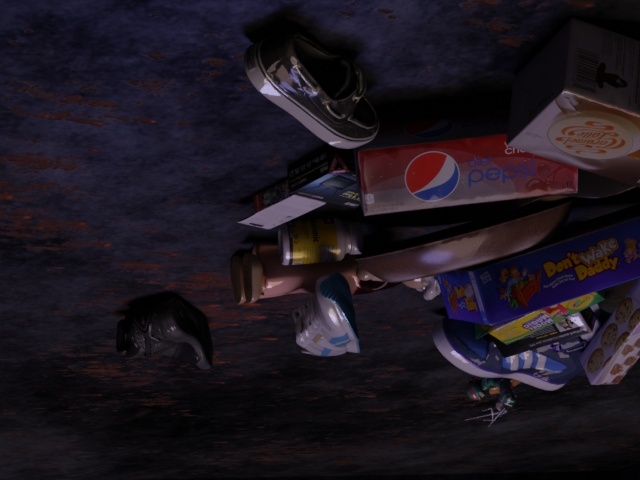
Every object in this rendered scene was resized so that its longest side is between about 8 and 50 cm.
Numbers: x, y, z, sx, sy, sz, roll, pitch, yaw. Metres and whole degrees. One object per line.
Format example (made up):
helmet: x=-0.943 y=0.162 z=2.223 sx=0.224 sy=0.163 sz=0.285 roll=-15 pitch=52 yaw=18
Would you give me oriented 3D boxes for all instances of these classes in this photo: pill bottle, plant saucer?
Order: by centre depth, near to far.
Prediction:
plant saucer: x=0.203 y=0.004 z=1.780 sx=0.311 sy=0.050 sz=0.310 roll=-17 pitch=-179 yaw=0
pill bottle: x=0.000 y=0.000 z=1.839 sx=0.116 sy=0.065 sz=0.065 roll=-4 pitch=160 yaw=-10

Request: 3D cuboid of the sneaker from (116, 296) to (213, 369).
sneaker: x=-0.263 y=0.164 z=2.174 sx=0.130 sy=0.087 sz=0.227 roll=-10 pitch=157 yaw=14

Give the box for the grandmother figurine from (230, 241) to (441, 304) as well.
grandmother figurine: x=0.048 y=0.046 z=1.952 sx=0.342 sy=0.104 sz=0.208 roll=-3 pitch=-174 yaw=-20

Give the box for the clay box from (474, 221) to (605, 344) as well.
clay box: x=0.339 y=0.074 z=2.027 sx=0.053 sy=0.127 sz=0.222 roll=32 pitch=135 yaw=-31

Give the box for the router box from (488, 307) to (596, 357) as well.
router box: x=0.362 y=0.120 z=2.211 sx=0.179 sy=0.046 sz=0.133 roll=-21 pitch=114 yaw=34

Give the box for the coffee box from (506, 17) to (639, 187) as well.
coffee box: x=0.352 y=-0.139 z=1.441 sx=0.246 sy=0.098 sz=0.141 roll=17 pitch=155 yaw=-14

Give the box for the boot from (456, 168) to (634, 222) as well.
boot: x=0.325 y=-0.102 z=1.658 sx=0.305 sy=0.112 sz=0.115 roll=-16 pitch=178 yaw=35

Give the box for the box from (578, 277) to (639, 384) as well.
box: x=0.552 y=0.128 z=2.215 sx=0.063 sy=0.067 sz=0.324 roll=2 pitch=138 yaw=-26

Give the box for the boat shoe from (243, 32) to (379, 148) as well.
boat shoe: x=0.011 y=-0.160 z=1.388 sx=0.070 sy=0.077 sz=0.219 roll=-18 pitch=156 yaw=31

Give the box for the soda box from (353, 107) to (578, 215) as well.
soda box: x=0.173 y=-0.100 z=1.552 sx=0.263 sy=0.083 sz=0.092 roll=-6 pitch=116 yaw=-2

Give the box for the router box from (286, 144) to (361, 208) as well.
router box: x=0.032 y=-0.082 z=1.664 sx=0.122 sy=0.038 sz=0.092 roll=12 pitch=153 yaw=-42

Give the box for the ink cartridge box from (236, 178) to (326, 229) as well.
ink cartridge box: x=-0.055 y=-0.049 z=1.740 sx=0.115 sy=0.029 sz=0.063 roll=-23 pitch=155 yaw=40

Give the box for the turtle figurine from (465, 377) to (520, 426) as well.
turtle figurine: x=0.401 y=0.312 z=2.757 sx=0.234 sy=0.118 sz=0.175 roll=-25 pitch=173 yaw=5

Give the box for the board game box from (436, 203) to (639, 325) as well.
board game box: x=0.356 y=0.026 z=1.804 sx=0.347 sy=0.078 sz=0.233 roll=-17 pitch=-179 yaw=-8

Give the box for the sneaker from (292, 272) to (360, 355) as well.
sneaker: x=0.006 y=0.117 z=1.861 sx=0.092 sy=0.087 sz=0.228 roll=-8 pitch=155 yaw=1

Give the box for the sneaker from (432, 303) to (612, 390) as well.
sneaker: x=0.393 y=0.152 z=2.350 sx=0.323 sy=0.130 sz=0.236 roll=19 pitch=132 yaw=-26
